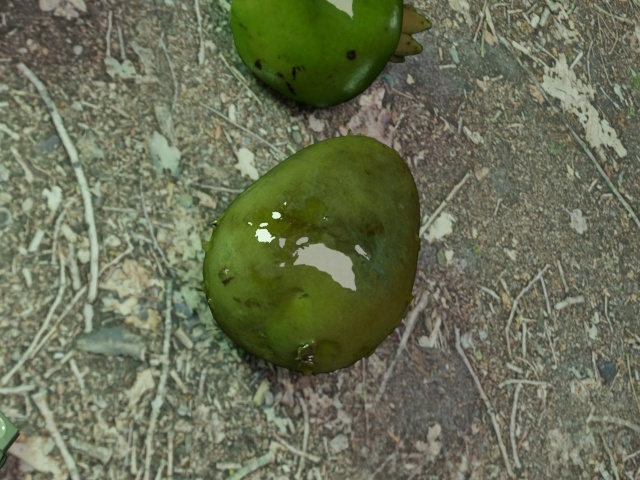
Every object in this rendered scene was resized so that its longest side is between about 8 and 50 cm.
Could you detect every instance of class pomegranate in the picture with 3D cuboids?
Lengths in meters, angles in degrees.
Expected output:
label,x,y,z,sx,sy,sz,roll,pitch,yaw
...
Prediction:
label,x,y,z,sx,sy,sz,roll,pitch,yaw
pomegranate,0.037,-0.365,1.160,0.359,0.216,0.309,2,69,-35

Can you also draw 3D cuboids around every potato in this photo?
label,x,y,z,sx,sy,sz,roll,pitch,yaw
potato,0.016,0.009,1.012,0.270,0.219,0.359,46,51,-5

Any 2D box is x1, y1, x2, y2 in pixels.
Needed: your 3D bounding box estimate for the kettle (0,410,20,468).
label,x,y,z,sx,sy,sz,roll,pitch,yaw
kettle,-0.391,0.191,0.755,0.098,0.127,0.148,-42,104,-5
